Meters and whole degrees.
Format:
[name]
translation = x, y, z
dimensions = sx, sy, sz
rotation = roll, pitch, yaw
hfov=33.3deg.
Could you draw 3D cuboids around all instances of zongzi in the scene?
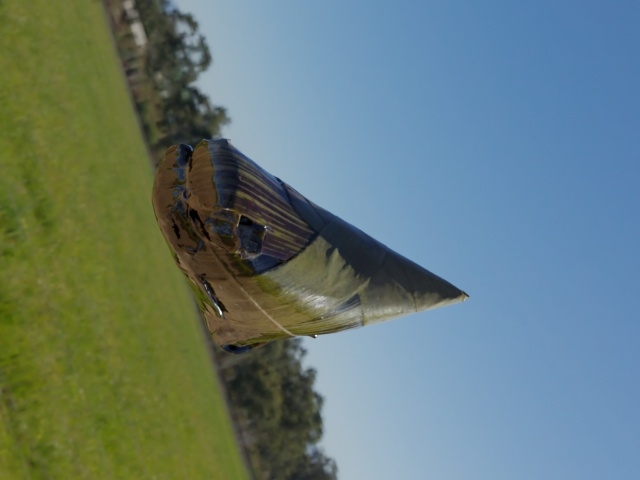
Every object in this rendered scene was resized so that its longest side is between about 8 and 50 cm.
[zongzi]
translation = 0.000, 0.000, 1.144
dimensions = 0.289, 0.318, 0.154
rotation = 75, 12, -62
